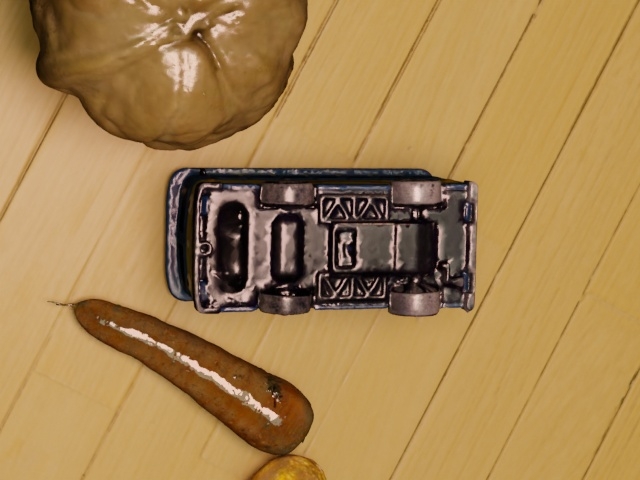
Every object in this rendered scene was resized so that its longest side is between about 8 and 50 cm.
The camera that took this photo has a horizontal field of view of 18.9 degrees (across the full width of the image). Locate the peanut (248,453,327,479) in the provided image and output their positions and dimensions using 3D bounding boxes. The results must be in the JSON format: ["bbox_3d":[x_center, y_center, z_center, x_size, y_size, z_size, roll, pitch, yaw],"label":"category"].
[{"bbox_3d":[-0.072,0.306,1.969,0.207,0.087,0.087,-46,105,-8],"label":"peanut"}]

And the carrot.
[{"bbox_3d":[-0.141,0.124,1.944,0.298,0.078,0.078,30,87,-12],"label":"carrot"}]

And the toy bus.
[{"bbox_3d":[0.000,0.000,1.911,0.287,0.175,0.138,0,96,-15],"label":"toy bus"}]

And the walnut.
[{"bbox_3d":[-0.145,-0.222,1.797,0.282,0.277,0.253,33,98,-13],"label":"walnut"}]
